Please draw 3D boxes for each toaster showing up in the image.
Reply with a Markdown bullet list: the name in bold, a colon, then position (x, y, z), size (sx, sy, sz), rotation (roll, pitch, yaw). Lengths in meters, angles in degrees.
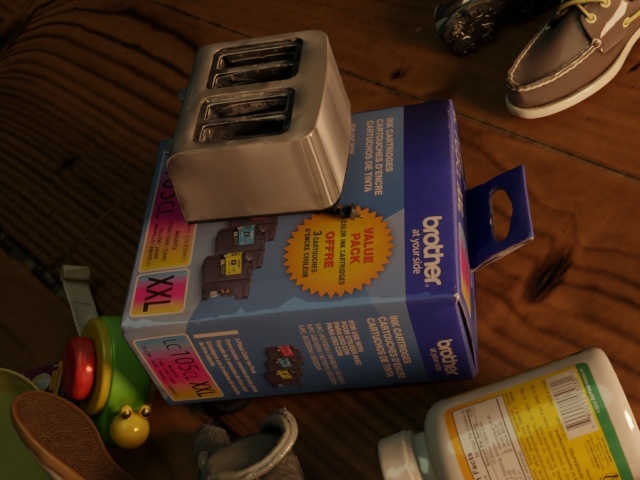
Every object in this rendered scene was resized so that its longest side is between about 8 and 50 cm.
- **toaster**: position (-0.053, -0.108, 0.944), size (0.186, 0.110, 0.168), rotation (-4, 50, 14)

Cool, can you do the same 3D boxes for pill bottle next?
- **pill bottle**: position (0.161, 0.178, 0.815), size (0.208, 0.117, 0.117), rotation (-22, 44, 10)

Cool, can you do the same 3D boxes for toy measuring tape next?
- **toy measuring tape**: position (-0.247, 0.102, 1.104), size (0.121, 0.121, 0.330), rotation (-31, 44, 1)

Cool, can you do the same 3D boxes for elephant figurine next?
- **elephant figurine**: position (-0.056, 0.234, 0.872), size (0.186, 0.169, 0.239), rotation (15, 38, 4)

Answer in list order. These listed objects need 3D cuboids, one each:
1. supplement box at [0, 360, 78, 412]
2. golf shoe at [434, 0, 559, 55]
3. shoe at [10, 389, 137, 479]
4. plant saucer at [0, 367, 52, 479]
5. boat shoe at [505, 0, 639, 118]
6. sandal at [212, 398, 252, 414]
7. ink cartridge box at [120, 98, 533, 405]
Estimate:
- **supplement box**: position (-0.331, 0.183, 1.135), size (0.083, 0.043, 0.055), rotation (-16, 47, 16)
- **golf shoe**: position (0.237, -0.329, 1.259), size (0.198, 0.077, 0.094), rotation (-27, 43, 3)
- **shoe**: position (-0.245, 0.239, 0.979), size (0.219, 0.058, 0.076), rotation (38, 30, 21)
- **plant saucer**: position (-0.386, 0.262, 1.066), size (0.241, 0.037, 0.241), rotation (-9, 63, 18)
- **boat shoe**: position (0.337, -0.274, 1.138), size (0.324, 0.096, 0.116), rotation (-39, 44, -8)
- **sandal**: position (-0.120, 0.125, 1.080), size (0.067, 0.040, 0.179), rotation (-33, 54, 5)
- **ink cartridge box**: position (0.019, 0.007, 0.999), size (0.396, 0.151, 0.270), rotation (-6, 50, 11)
